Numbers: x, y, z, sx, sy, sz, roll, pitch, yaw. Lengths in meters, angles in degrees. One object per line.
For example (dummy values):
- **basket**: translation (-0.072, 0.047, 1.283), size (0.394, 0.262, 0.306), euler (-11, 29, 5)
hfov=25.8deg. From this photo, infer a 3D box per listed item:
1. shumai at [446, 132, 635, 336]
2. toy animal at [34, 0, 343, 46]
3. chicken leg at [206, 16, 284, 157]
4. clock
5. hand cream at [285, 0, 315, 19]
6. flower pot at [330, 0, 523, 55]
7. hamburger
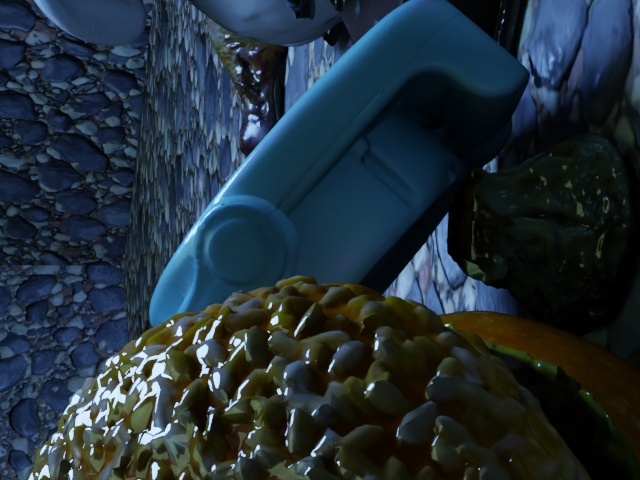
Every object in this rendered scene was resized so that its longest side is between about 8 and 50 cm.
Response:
- **shumai**: translation (0.110, -0.001, 0.753), size (0.123, 0.087, 0.099), euler (102, 162, -46)
- **toy animal**: translation (-0.126, -0.266, 1.198), size (0.194, 0.357, 0.257), euler (-109, 25, -46)
- **chicken leg**: translation (-0.067, -0.255, 1.578), size (0.177, 0.083, 0.322), euler (57, 145, 41)
- **clock**: translation (0.000, 0.000, 0.813), size (0.274, 0.094, 0.223), euler (-49, -8, -11)
- **hand cream**: translation (0.006, -0.203, 0.956), size (0.248, 0.052, 0.075), euler (-166, 98, -82)
- **flower pot**: translation (0.062, -0.193, 0.976), size (0.251, 0.084, 0.178), euler (-108, 22, -55)
- **hamburger**: translation (0.015, 0.180, 0.588), size (0.330, 0.250, 0.330), euler (-2, 86, 42)
